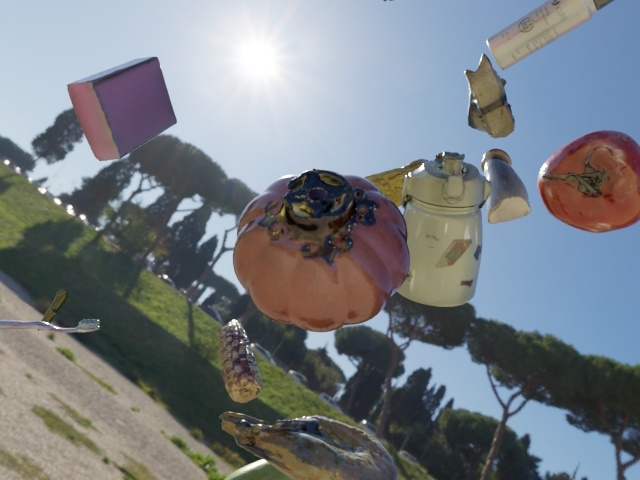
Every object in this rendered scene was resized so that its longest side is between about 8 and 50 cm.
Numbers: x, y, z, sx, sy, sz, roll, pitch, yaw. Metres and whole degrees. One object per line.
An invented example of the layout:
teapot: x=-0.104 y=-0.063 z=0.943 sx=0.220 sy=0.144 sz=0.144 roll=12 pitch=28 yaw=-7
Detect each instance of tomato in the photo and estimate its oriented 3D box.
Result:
tomato: x=0.483 y=-0.095 z=0.887 sx=0.187 sy=0.187 sz=0.151 roll=24 pitch=6 yaw=32

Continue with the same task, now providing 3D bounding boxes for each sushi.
sushi: x=0.517 y=-0.421 z=1.521 sx=0.134 sy=0.109 sz=0.273 roll=-10 pitch=-39 yaw=13

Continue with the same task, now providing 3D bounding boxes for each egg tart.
egg tart: x=0.206 y=-0.154 z=1.597 sx=0.345 sy=0.345 sz=0.132 roll=-19 pitch=-89 yaw=66

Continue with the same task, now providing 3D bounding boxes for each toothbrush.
toothbrush: x=-0.536 y=0.161 z=0.937 sx=0.021 sy=0.027 sz=0.269 roll=16 pitch=3 yaw=35

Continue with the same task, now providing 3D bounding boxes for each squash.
squash: x=-0.207 y=0.751 z=1.524 sx=0.132 sy=0.132 sz=0.247 roll=19 pitch=13 yaw=39

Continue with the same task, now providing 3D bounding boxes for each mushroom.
mushroom: x=0.713 y=-0.214 z=1.954 sx=0.154 sy=0.407 sz=0.137 roll=-14 pitch=-53 yaw=23

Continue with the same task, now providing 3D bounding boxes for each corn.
corn: x=-0.202 y=0.284 z=1.216 sx=0.086 sy=0.086 sz=0.253 roll=51 pitch=3 yaw=-34

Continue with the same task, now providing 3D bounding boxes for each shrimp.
shrimp: x=-0.019 y=0.346 z=0.859 sx=0.317 sy=0.077 sz=0.168 roll=21 pitch=14 yaw=5

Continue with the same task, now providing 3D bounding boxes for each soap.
soap: x=-0.462 y=-0.323 z=1.206 sx=0.081 sy=0.259 sz=0.181 roll=0 pitch=-58 yaw=19

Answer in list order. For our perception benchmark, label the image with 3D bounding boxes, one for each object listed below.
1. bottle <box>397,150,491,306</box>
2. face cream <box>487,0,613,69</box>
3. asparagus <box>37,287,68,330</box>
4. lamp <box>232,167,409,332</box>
bottle: x=0.283 y=-0.045 z=1.196 sx=0.229 sy=0.229 sz=0.351 roll=20 pitch=-62 yaw=38
face cream: x=0.545 y=-0.513 z=1.154 sx=0.311 sy=0.092 sz=0.092 roll=-25 pitch=-59 yaw=33
asparagus: x=-0.617 y=0.160 z=1.158 sx=0.025 sy=0.108 sz=0.021 roll=28 pitch=-11 yaw=8
lamp: x=0.000 y=0.000 z=0.848 sx=0.305 sy=0.305 sz=0.239 roll=28 pitch=-32 yaw=24
